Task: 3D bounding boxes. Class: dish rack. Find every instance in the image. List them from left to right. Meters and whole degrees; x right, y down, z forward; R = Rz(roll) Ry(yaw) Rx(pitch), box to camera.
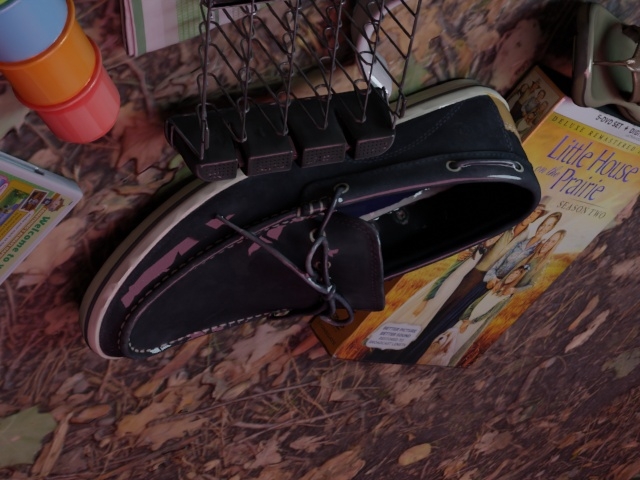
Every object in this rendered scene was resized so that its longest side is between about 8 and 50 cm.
[{"bbox_3d":[-0.016,-0.165,1.069,0.208,0.074,0.272,-11,139,-19],"label":"dish rack"}]

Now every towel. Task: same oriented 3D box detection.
[{"bbox_3d":[-0.094,-0.215,1.044,0.152,0.023,0.113,-25,150,-20],"label":"towel"}]

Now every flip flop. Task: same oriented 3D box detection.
[{"bbox_3d":[0.337,-0.183,1.387,0.277,0.080,0.112,14,81,-55],"label":"flip flop"}]

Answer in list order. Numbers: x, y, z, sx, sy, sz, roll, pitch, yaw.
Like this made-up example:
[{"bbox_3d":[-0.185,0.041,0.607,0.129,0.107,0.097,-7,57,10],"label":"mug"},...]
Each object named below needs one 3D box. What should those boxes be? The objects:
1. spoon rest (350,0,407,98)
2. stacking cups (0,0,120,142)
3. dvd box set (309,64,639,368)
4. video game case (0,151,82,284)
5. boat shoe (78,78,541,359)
[{"bbox_3d":[0.125,-0.235,1.135,0.084,0.137,0.276,27,128,-37],"label":"spoon rest"},{"bbox_3d":[-0.225,-0.178,0.916,0.096,0.096,0.316,-33,154,-4],"label":"stacking cups"},{"bbox_3d":[0.218,-0.008,1.571,0.307,0.062,0.420,11,126,-50],"label":"dvd box set"},{"bbox_3d":[-0.336,0.002,1.098,0.212,0.023,0.193,-45,147,14],"label":"video game case"},{"bbox_3d":[0.000,0.000,1.291,0.500,0.156,0.187,-24,149,-15],"label":"boat shoe"}]
